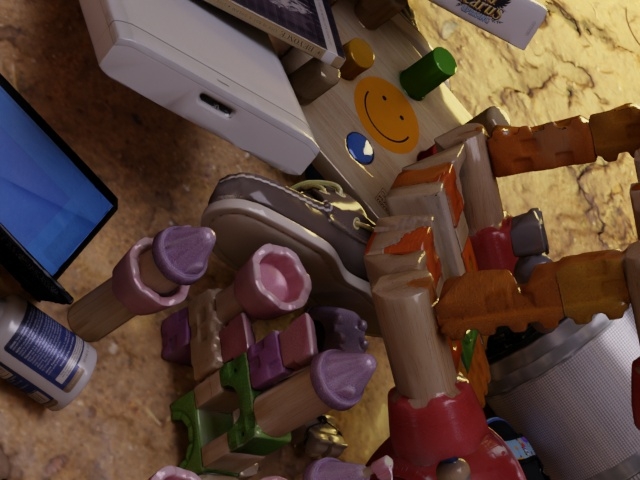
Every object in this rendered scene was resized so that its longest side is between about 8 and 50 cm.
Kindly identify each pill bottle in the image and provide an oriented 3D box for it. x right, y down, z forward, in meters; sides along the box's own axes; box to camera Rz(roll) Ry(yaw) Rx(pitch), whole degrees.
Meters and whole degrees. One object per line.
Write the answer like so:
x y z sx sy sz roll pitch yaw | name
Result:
-0.257 0.088 1.615 0.120 0.067 0.067 38 43 -22 | pill bottle

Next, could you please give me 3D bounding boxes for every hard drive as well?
-0.139 -0.217 1.835 0.233 0.047 0.353 27 22 -31 | hard drive

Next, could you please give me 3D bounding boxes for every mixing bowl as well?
0.096 0.256 1.764 0.098 0.181 0.181 -6 69 -54 | mixing bowl

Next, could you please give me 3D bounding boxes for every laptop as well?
-0.275 -0.073 1.646 0.136 0.264 0.234 -46 101 -12 | laptop

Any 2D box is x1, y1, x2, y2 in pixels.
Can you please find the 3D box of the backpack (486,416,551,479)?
0.167 0.261 1.890 0.158 0.117 0.173 62 21 5 | backpack

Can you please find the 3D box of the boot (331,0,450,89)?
0.096 -0.241 2.183 0.190 0.069 0.086 53 34 -3 | boot

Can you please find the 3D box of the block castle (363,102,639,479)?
0.223 0.044 1.731 0.453 0.303 0.213 -64 142 -64 | block castle

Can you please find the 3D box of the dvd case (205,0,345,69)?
-0.080 -0.257 1.904 0.221 0.018 0.164 25 23 -19 | dvd case

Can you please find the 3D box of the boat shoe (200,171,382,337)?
0.000 0.000 1.819 0.324 0.116 0.097 32 60 -47 | boat shoe

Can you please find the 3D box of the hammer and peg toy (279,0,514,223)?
0.098 -0.086 2.038 0.361 0.127 0.266 50 40 -9 | hammer and peg toy

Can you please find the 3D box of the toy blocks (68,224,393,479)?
-0.028 0.138 1.663 0.309 0.260 0.289 16 54 -38 | toy blocks

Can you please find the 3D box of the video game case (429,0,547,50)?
0.096 -0.332 2.139 0.244 0.061 0.269 20 16 -35 | video game case

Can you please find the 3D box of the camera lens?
0.311 0.171 2.013 0.274 0.219 0.219 54 40 -4 | camera lens
